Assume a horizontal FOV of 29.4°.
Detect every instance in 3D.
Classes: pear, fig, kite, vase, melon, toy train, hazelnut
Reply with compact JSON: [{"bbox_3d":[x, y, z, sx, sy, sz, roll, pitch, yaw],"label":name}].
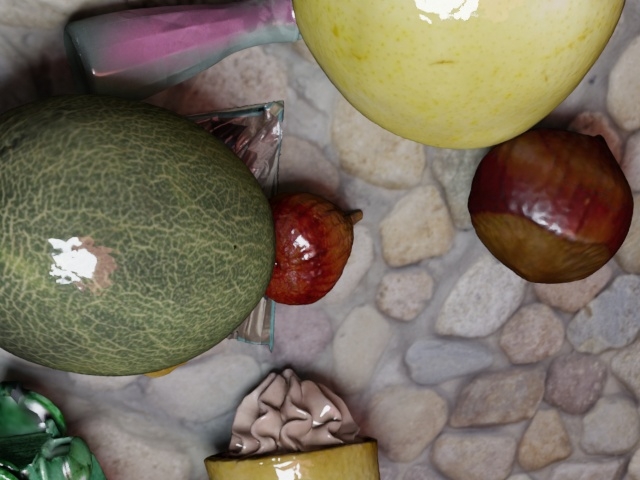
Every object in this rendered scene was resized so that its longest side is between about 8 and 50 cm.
[{"bbox_3d":[0.117,-0.228,1.061,0.309,0.309,0.309,-10,121,-18],"label":"pear"},{"bbox_3d":[-0.006,0.011,1.242,0.153,0.119,0.119,11,113,-41],"label":"fig"},{"bbox_3d":[-0.158,-0.002,1.235,0.368,0.014,0.406,-47,125,6],"label":"kite"},{"bbox_3d":[-0.120,-0.183,1.113,0.214,0.086,0.086,-19,123,-18],"label":"vase"},{"bbox_3d":[-0.175,-0.001,1.033,0.301,0.237,0.237,11,114,-49],"label":"melon"},{"bbox_3d":[-0.334,0.258,1.195,0.266,0.145,0.202,-12,120,14],"label":"toy train"},{"bbox_3d":[0.250,-0.034,1.323,0.170,0.161,0.202,-25,163,6],"label":"hazelnut"}]

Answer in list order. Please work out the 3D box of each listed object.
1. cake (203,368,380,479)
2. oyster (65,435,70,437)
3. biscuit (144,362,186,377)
[{"bbox_3d":[-0.041,0.234,1.330,0.207,0.185,0.178,-16,87,-12],"label":"cake"},{"bbox_3d":[-0.271,0.225,1.284,0.038,0.080,0.083,-54,162,-15],"label":"oyster"},{"bbox_3d":[-0.171,0.023,1.213,0.184,0.035,0.249,7,113,-24],"label":"biscuit"}]
